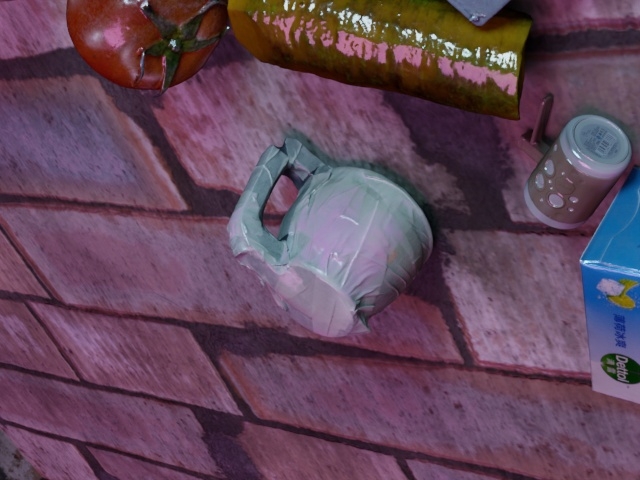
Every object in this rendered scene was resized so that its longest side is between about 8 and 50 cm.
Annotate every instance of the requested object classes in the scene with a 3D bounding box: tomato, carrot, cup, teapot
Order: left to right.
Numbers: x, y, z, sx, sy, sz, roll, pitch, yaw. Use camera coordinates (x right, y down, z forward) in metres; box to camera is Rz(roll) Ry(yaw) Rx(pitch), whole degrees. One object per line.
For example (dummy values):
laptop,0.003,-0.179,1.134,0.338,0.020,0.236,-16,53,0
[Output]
tomato,-0.188,-0.243,1.162,0.167,0.167,0.167,24,145,18
teapot,0.011,0.001,1.245,0.163,0.178,0.221,-5,128,44
carrot,0.059,-0.196,1.027,0.302,0.114,0.114,17,142,20
cup,0.245,-0.079,1.050,0.074,0.102,0.099,1,148,-16

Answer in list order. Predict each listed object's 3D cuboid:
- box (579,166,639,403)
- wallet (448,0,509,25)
box,0.315,0.047,1.060,0.073,0.139,0.194,14,141,30
wallet,0.127,-0.327,0.822,0.251,0.054,0.290,43,138,-10
